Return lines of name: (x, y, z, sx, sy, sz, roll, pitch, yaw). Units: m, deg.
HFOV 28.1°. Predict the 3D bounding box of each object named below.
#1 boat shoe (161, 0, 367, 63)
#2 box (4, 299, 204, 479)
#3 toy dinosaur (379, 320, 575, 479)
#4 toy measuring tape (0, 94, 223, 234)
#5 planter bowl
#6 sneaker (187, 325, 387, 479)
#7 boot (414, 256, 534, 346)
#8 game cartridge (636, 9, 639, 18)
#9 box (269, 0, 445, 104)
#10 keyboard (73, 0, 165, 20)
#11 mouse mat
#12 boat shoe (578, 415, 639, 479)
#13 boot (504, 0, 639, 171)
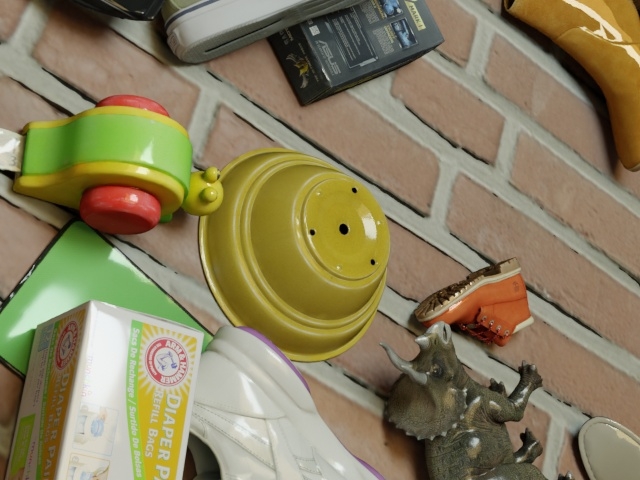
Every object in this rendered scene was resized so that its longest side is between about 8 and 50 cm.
boat shoe: (-0.013, -0.265, 1.212, 0.302, 0.109, 0.094, -21, 85, -4)
box: (-0.175, 0.162, 1.006, 0.103, 0.114, 0.203, 20, 65, -30)
toy dinosaur: (0.161, 0.219, 1.264, 0.160, 0.121, 0.313, -23, 93, -28)
toy measuring tape: (-0.218, -0.081, 1.067, 0.330, 0.121, 0.121, 17, 65, -31)
planter bowl: (0.000, 0.000, 1.216, 0.217, 0.090, 0.217, 14, 66, -33)
sneaker: (-0.031, 0.226, 1.121, 0.152, 0.114, 0.305, -43, 99, -22)
boot: (0.166, 0.077, 1.337, 0.158, 0.059, 0.084, -19, 91, -41)
game cartridge: (0.489, -0.271, 1.704, 0.196, 0.060, 0.294, -3, 76, -34)
box: (0.008, -0.277, 1.339, 0.183, 0.059, 0.232, -28, 92, -38)
keyboard: (-0.192, -0.350, 1.212, 0.202, 0.033, 0.317, 29, 56, -9)
mouse mat: (-0.182, 0.089, 1.102, 0.190, 0.007, 0.152, 43, 54, -16)
boat shoe: (0.355, 0.270, 1.420, 0.206, 0.075, 0.065, 46, 10, -8)
boot: (0.317, -0.241, 1.549, 0.211, 0.104, 0.295, 13, 72, -21)
